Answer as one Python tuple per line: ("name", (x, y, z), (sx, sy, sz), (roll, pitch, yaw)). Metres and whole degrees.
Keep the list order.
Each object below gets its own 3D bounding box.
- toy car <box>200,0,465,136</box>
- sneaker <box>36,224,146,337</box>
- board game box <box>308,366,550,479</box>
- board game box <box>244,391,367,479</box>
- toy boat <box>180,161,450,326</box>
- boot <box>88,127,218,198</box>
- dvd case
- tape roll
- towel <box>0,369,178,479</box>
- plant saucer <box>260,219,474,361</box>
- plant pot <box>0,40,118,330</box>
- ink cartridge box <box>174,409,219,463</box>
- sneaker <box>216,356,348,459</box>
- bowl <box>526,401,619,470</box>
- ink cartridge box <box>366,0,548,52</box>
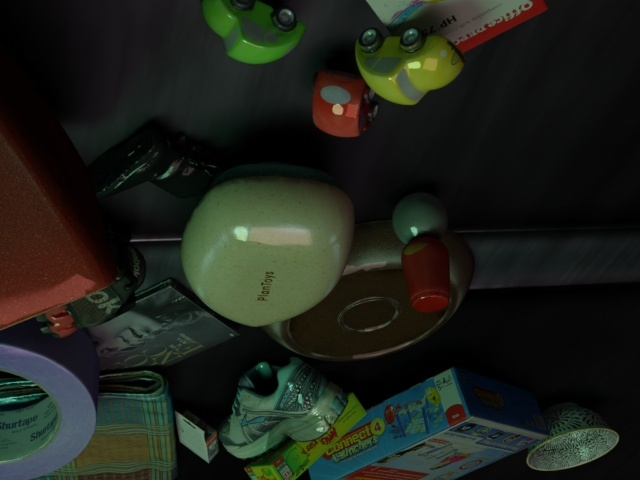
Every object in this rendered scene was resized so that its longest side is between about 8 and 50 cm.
("toy car", (-0.012, -0.164, 0.920), (0.225, 0.053, 0.239), (23, 164, -18))
("sneaker", (-0.266, 0.011, 1.104), (0.135, 0.097, 0.276), (-8, 147, -5))
("board game box", (0.180, 0.331, 1.665), (0.302, 0.086, 0.308), (-30, 150, 24))
("board game box", (-0.022, 0.306, 1.528), (0.181, 0.043, 0.092), (-37, -175, -32))
("toy boat", (0.000, 0.000, 1.148), (0.318, 0.148, 0.267), (6, 148, -15))
("boot", (-0.178, -0.069, 1.068), (0.121, 0.045, 0.099), (-30, 147, 26))
("dvd case", (-0.245, 0.133, 1.349), (0.221, 0.018, 0.164), (-24, 144, 18))
("tape roll", (-0.420, 0.191, 1.262), (0.275, 0.090, 0.274), (-4, 131, -5))
("towel", (-0.355, 0.301, 1.512), (0.271, 0.040, 0.370), (-2, 146, -7))
("plant saucer", (0.063, 0.084, 1.353), (0.311, 0.050, 0.310), (-8, 146, -6))
("plant pot", (-0.342, -0.067, 0.798), (0.267, 0.267, 0.235), (-22, 118, -9))
("ink cartridge box", (-0.192, 0.297, 1.557), (0.029, 0.063, 0.115), (-47, 158, -30))
("sneaker", (-0.079, 0.238, 1.498), (0.122, 0.110, 0.283), (49, 137, -11))
("bowl", (0.443, 0.344, 1.807), (0.170, 0.080, 0.170), (-9, 145, -6))
("ink cartridge box", (0.111, -0.239, 0.886), (0.134, 0.078, 0.231), (-25, 144, 19))
